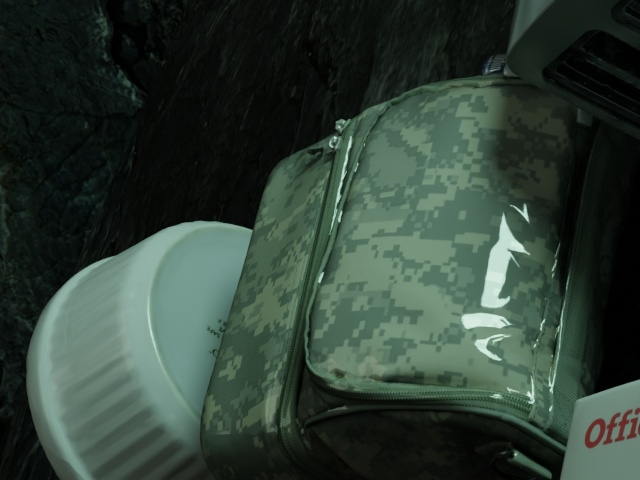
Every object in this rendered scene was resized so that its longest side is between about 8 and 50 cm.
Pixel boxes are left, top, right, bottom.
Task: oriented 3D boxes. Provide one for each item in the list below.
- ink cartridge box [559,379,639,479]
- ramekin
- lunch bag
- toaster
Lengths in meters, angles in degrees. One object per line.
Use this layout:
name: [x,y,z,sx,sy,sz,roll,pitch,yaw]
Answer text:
ink cartridge box: [0.194,0.181,0.652,0.171,0.168,0.233,-30,41,63]
ramekin: [-0.082,0.108,1.270,0.127,0.273,0.273,-38,33,38]
lunch bag: [0.088,0.043,1.090,0.256,0.212,0.305,-23,41,43]
toaster: [0.214,-0.155,0.974,0.168,0.185,0.110,-43,26,54]
